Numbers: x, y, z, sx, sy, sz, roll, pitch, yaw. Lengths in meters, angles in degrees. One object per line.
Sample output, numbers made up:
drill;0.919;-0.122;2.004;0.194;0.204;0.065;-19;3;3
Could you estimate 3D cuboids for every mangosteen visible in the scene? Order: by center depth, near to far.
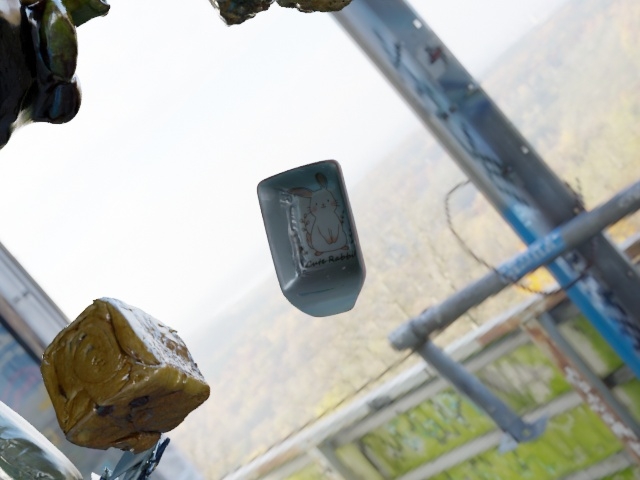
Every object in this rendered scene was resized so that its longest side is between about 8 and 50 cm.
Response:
mangosteen;-0.420;-0.205;1.199;0.297;0.313;0.297;-21;59;41

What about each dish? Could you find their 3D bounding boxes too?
dish;0.000;0.000;1.666;0.154;0.234;0.064;-14;-3;27

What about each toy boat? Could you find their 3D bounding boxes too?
toy boat;-0.265;0.318;1.593;0.292;0.070;0.210;-55;23;6

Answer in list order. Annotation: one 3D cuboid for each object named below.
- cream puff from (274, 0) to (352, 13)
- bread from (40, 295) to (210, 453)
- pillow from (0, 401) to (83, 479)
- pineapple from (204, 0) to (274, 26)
cream puff;-0.010;-0.335;1.061;0.169;0.183;0.183;-56;-6;33
bread;-0.250;0.173;1.356;0.149;0.158;0.143;-46;-38;5
pillow;-0.432;0.247;1.395;0.075;0.302;0.185;-53;-4;-9
pineapple;-0.052;-0.456;1.595;0.310;0.141;0.170;-38;-10;-2
